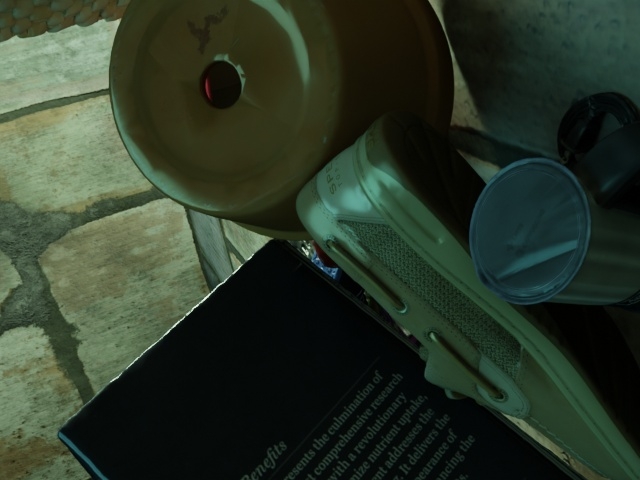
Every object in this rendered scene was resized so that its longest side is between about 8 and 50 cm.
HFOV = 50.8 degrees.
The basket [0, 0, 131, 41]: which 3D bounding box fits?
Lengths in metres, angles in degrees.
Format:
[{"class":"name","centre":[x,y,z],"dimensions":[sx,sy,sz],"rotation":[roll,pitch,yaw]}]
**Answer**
[{"class":"basket","centre":[-0.255,-0.347,0.580],"dimensions":[0.331,0.328,0.267],"rotation":[2,110,63]}]

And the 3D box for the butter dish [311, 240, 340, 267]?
[{"class":"butter dish","centre":[0.056,-0.065,0.764],"dimensions":[0.118,0.160,0.160],"rotation":[-32,-77,-84]}]

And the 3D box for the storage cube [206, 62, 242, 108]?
[{"class":"storage cube","centre":[-0.090,-0.256,0.890],"dimensions":[0.215,0.183,0.193],"rotation":[88,156,-46]}]

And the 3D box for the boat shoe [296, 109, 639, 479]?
[{"class":"boat shoe","centre":[0.127,0.060,0.503],"dimensions":[0.110,0.122,0.341],"rotation":[-36,101,33]}]

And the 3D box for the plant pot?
[{"class":"plant pot","centre":[-0.043,-0.130,0.593],"dimensions":[0.203,0.290,0.291],"rotation":[-27,-81,-67]}]

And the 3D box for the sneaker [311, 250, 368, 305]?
[{"class":"sneaker","centre":[0.031,0.085,0.955],"dimensions":[0.081,0.090,0.232],"rotation":[47,128,56]}]

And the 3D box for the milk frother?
[{"class":"milk frother","centre":[0.162,-0.032,0.433],"dimensions":[0.143,0.134,0.129],"rotation":[46,120,47]}]

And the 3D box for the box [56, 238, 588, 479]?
[{"class":"box","centre":[0.022,0.333,0.756],"dimensions":[0.471,0.297,0.480],"rotation":[39,153,19]}]

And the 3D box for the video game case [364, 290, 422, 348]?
[{"class":"video game case","centre":[0.096,0.152,1.014],"dimensions":[0.210,0.041,0.232],"rotation":[-128,25,-48]}]

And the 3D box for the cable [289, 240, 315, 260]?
[{"class":"cable","centre":[0.000,0.000,1.102],"dimensions":[0.287,0.072,0.140],"rotation":[55,144,42]}]
